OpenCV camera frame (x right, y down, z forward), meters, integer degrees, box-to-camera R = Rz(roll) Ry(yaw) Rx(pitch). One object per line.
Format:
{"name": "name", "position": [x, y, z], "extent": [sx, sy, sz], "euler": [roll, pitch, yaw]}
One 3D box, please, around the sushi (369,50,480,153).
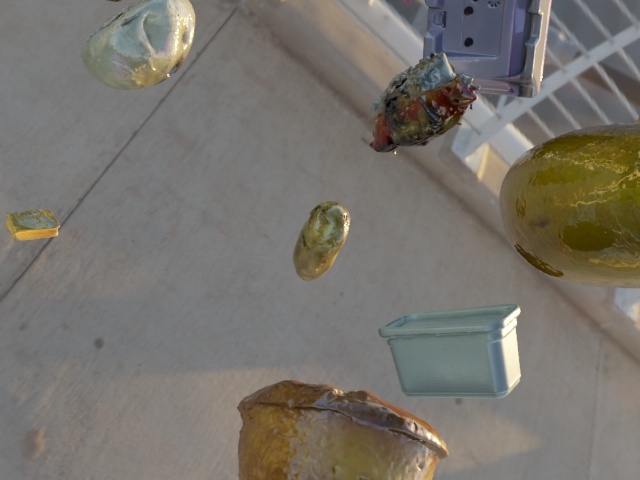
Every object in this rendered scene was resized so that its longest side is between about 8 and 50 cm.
{"name": "sushi", "position": [0.130, -0.173, 0.871], "extent": [0.097, 0.226, 0.103], "euler": [-24, 96, -22]}

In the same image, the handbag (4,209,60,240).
{"name": "handbag", "position": [-0.529, -0.030, 1.280], "extent": [0.083, 0.027, 0.061], "euler": [-10, 44, -43]}

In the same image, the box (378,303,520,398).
{"name": "box", "position": [0.309, 0.263, 1.618], "extent": [0.175, 0.311, 0.183], "euler": [-17, 98, -55]}

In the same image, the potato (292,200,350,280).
{"name": "potato", "position": [0.000, 0.000, 1.269], "extent": [0.079, 0.171, 0.107], "euler": [21, 44, -3]}

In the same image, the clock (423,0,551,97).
{"name": "clock", "position": [0.263, -0.348, 1.104], "extent": [0.083, 0.186, 0.253], "euler": [-47, 141, -49]}

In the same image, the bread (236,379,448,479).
{"name": "bread", "position": [0.023, 0.306, 0.987], "extent": [0.312, 0.312, 0.173], "euler": [28, 61, -26]}

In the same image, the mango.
{"name": "mango", "position": [0.394, -0.039, 0.886], "extent": [0.301, 0.445, 0.221], "euler": [9, 94, -4]}

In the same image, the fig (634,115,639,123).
{"name": "fig", "position": [0.637, -0.191, 1.223], "extent": [0.257, 0.159, 0.159], "euler": [17, 54, -71]}

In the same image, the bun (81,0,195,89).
{"name": "bun", "position": [-0.390, -0.426, 1.516], "extent": [0.168, 0.272, 0.273], "euler": [57, 46, -25]}
